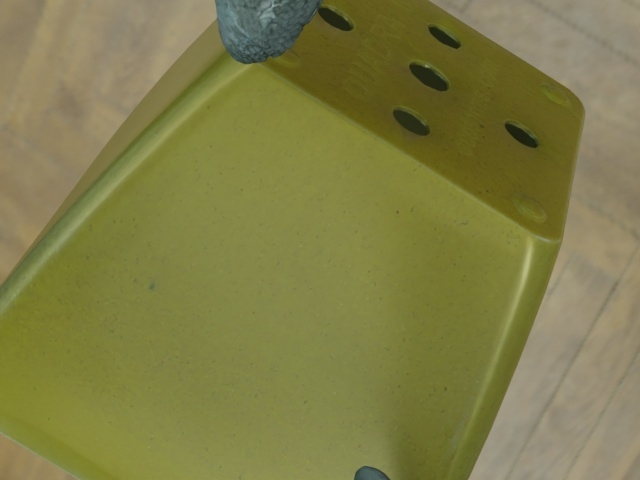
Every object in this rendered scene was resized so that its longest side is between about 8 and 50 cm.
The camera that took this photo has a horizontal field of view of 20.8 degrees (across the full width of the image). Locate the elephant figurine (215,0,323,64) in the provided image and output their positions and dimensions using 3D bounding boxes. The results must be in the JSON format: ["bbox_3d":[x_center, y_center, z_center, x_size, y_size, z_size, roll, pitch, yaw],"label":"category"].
[{"bbox_3d":[0.069,-0.142,0.509,0.169,0.186,0.239,7,108,-9],"label":"elephant figurine"}]

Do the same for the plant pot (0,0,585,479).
[{"bbox_3d":[0.000,0.000,0.745,0.212,0.212,0.187,32,120,-5],"label":"plant pot"}]

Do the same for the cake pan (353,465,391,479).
[{"bbox_3d":[0.079,0.200,0.514,0.054,0.293,0.293,-17,95,-7],"label":"cake pan"}]
